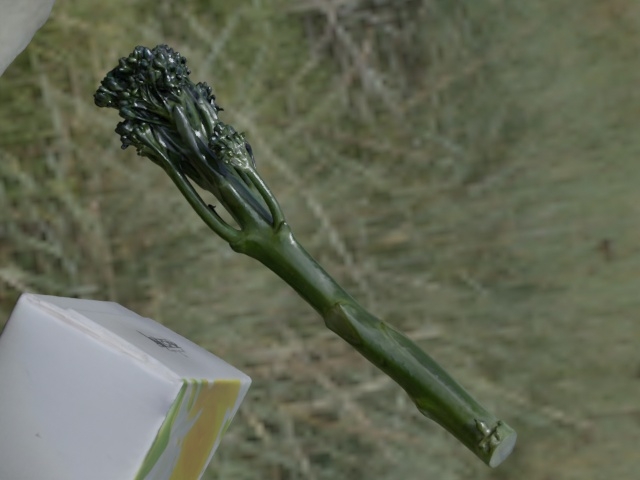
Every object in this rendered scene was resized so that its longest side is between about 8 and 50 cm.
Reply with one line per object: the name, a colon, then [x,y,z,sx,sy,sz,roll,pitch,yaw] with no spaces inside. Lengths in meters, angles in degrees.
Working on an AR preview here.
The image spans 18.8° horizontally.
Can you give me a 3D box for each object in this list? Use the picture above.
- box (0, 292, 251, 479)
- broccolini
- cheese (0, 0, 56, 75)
box: [-0.156,0.165,1.086,0.260,0.111,0.194,-64,171,1]
broccolini: [-0.004,0.003,1.354,0.392,0.079,0.074,41,-12,10]
cheese: [-0.349,-0.200,1.346,0.292,0.332,0.153,30,8,-36]
